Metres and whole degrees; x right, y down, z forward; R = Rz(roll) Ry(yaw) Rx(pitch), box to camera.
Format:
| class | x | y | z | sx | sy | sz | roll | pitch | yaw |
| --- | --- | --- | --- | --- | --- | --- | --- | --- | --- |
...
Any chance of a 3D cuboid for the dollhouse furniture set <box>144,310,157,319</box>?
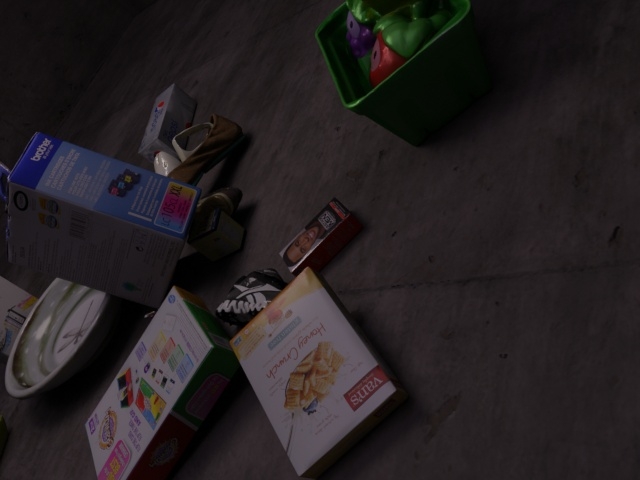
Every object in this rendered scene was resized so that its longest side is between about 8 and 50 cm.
| class | x | y | z | sx | sy | sz | roll | pitch | yaw |
| --- | --- | --- | --- | --- | --- | --- | --- | --- | --- |
| dollhouse furniture set | -0.283 | 0.139 | 1.209 | 0.114 | 0.081 | 0.091 | -23 | 42 | 32 |

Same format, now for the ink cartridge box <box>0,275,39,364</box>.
| class | x | y | z | sx | sy | sz | roll | pitch | yaw |
| --- | --- | --- | --- | --- | --- | --- | --- | --- | --- |
| ink cartridge box | -0.848 | 0.213 | 1.632 | 0.171 | 0.232 | 0.168 | -9 | 48 | 44 |

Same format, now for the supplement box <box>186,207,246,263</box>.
| class | x | y | z | sx | sy | sz | roll | pitch | yaw |
| --- | --- | --- | --- | --- | --- | --- | --- | --- | --- |
| supplement box | -0.214 | -0.008 | 1.272 | 0.083 | 0.083 | 0.056 | -25 | 41 | 31 |

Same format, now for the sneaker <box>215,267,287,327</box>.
| class | x | y | z | sx | sy | sz | roll | pitch | yaw |
| --- | --- | --- | --- | --- | --- | --- | --- | --- | --- |
| sneaker | -0.086 | 0.092 | 1.039 | 0.234 | 0.078 | 0.106 | -6 | 55 | 48 |

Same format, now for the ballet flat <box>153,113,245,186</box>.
| class | x | y | z | sx | sy | sz | roll | pitch | yaw |
| --- | --- | --- | --- | --- | --- | --- | --- | --- | --- |
| ballet flat | -0.310 | -0.187 | 1.451 | 0.342 | 0.124 | 0.116 | -56 | 10 | -33 |

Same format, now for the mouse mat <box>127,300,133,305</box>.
| class | x | y | z | sx | sy | sz | roll | pitch | yaw |
| --- | --- | --- | --- | --- | --- | --- | --- | --- | --- |
| mouse mat | -0.416 | 0.057 | 1.503 | 0.152 | 0.007 | 0.190 | -39 | 34 | 14 |

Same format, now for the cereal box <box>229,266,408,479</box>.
| class | x | y | z | sx | sy | sz | roll | pitch | yaw |
| --- | --- | --- | --- | --- | --- | --- | --- | --- | --- |
| cereal box | -0.012 | 0.175 | 0.852 | 0.173 | 0.047 | 0.240 | -44 | 50 | 7 |

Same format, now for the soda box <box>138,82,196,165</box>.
| class | x | y | z | sx | sy | sz | roll | pitch | yaw |
| --- | --- | --- | --- | --- | --- | --- | --- | --- | --- |
| soda box | -0.456 | -0.343 | 1.852 | 0.091 | 0.098 | 0.287 | -30 | 38 | 28 |

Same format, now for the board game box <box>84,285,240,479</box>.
| class | x | y | z | sx | sy | sz | roll | pitch | yaw |
| --- | --- | --- | --- | --- | --- | --- | --- | --- | --- |
| board game box | -0.281 | 0.266 | 1.063 | 0.317 | 0.064 | 0.242 | -57 | 34 | 3 |

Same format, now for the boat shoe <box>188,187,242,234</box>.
| class | x | y | z | sx | sy | sz | roll | pitch | yaw |
| --- | --- | --- | --- | --- | --- | --- | --- | --- | --- |
| boat shoe | -0.242 | -0.064 | 1.373 | 0.073 | 0.080 | 0.223 | -36 | 9 | -36 |

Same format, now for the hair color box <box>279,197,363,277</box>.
| class | x | y | z | sx | sy | sz | roll | pitch | yaw |
| --- | --- | --- | --- | --- | --- | --- | --- | --- | --- |
| hair color box | 0.000 | 0.000 | 1.063 | 0.141 | 0.043 | 0.072 | -46 | 35 | 5 |

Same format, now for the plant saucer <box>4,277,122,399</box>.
| class | x | y | z | sx | sy | sz | roll | pitch | yaw |
| --- | --- | --- | --- | --- | --- | --- | --- | --- | --- |
| plant saucer | -0.580 | 0.201 | 1.464 | 0.400 | 0.100 | 0.401 | -28 | 40 | 27 |

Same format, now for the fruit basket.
| class | x | y | z | sx | sy | sz | roll | pitch | yaw |
| --- | --- | --- | --- | --- | --- | --- | --- | --- | --- |
| fruit basket | 0.108 | -0.402 | 1.051 | 0.282 | 0.392 | 0.392 | -36 | 36 | 17 |

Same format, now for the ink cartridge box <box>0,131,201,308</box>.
| class | x | y | z | sx | sy | sz | roll | pitch | yaw |
| --- | --- | --- | --- | --- | --- | --- | --- | --- | --- |
| ink cartridge box | -0.471 | -0.040 | 1.247 | 0.270 | 0.395 | 0.151 | 122 | 161 | -46 |

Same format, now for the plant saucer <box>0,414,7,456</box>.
| class | x | y | z | sx | sy | sz | roll | pitch | yaw |
| --- | --- | --- | --- | --- | --- | --- | --- | --- | --- |
| plant saucer | -0.812 | 0.533 | 1.449 | 0.188 | 0.045 | 0.189 | -32 | 37 | 23 |
